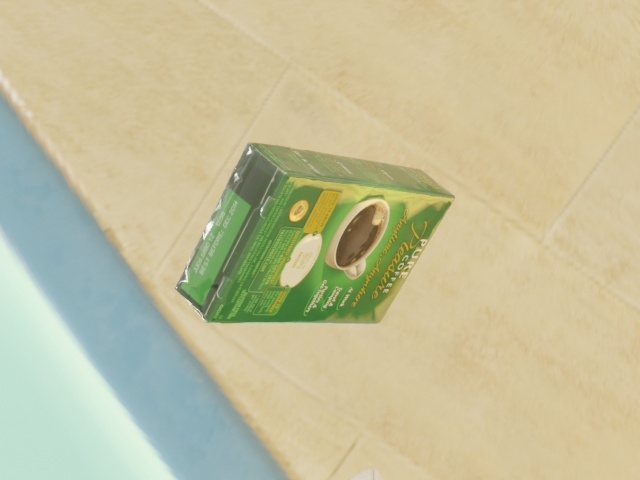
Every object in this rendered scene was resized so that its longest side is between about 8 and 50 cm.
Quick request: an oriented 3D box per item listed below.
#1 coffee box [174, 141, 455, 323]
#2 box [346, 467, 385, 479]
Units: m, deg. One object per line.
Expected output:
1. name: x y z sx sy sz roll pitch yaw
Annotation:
1. coffee box: 0.000 0.000 0.909 0.040 0.184 0.113 41 113 33
2. box: 0.018 0.345 1.140 0.232 0.058 0.322 -26 120 14
